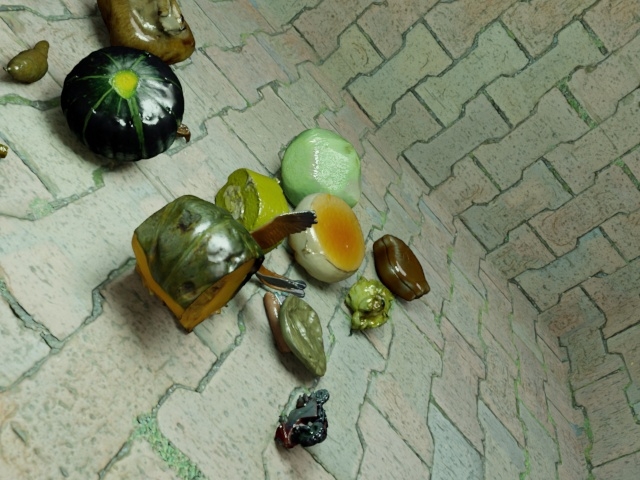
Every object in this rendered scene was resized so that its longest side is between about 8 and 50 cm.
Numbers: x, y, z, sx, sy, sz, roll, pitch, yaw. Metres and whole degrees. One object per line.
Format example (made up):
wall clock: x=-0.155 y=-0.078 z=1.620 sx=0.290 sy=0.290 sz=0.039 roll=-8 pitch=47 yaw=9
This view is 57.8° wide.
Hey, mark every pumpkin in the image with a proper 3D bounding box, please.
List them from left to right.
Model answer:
pumpkin: x=-0.490 y=-0.328 z=1.456 sx=0.296 sy=0.296 sz=0.296 roll=37 pitch=30 yaw=-26
pumpkin: x=-0.271 y=0.042 z=1.284 sx=0.225 sy=0.303 sz=0.256 roll=46 pitch=64 yaw=3

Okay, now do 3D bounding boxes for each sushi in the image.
sushi: x=-0.443 y=-0.329 z=1.713 sx=0.120 sy=0.055 sz=0.052 roll=11 pitch=58 yaw=-38

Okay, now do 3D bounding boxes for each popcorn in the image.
popcorn: x=0.162 y=0.221 z=1.888 sx=0.195 sy=0.173 sz=0.168 roll=-96 pitch=162 yaw=-60

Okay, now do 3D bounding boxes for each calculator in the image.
calculator: x=-0.083 y=0.203 z=1.652 sx=0.141 sy=0.019 sz=0.094 roll=58 pitch=24 yaw=12

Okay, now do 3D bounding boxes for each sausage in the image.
sausage: x=-0.116 y=0.216 z=1.560 sx=0.043 sy=0.043 sz=0.186 roll=18 pitch=42 yaw=-48

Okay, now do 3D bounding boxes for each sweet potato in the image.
sweet potato: x=-0.702 y=-0.433 z=1.420 sx=0.074 sy=0.075 sz=0.269 roll=38 pitch=21 yaw=-25

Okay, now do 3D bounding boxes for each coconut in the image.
coconut: x=0.015 y=-0.237 z=2.059 sx=0.328 sy=0.281 sz=0.328 roll=34 pitch=39 yaw=-33

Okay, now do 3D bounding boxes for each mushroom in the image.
mushroom: x=-0.521 y=-0.686 z=1.799 sx=0.345 sy=0.259 sz=0.345 roll=38 pitch=30 yaw=-27

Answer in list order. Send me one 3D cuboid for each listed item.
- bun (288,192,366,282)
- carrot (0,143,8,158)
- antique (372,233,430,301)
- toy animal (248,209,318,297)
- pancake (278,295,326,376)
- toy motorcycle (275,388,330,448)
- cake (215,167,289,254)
bun: x=0.000 y=0.000 z=1.868 sx=0.299 sy=0.164 sz=0.299 roll=28 pitch=50 yaw=-39
carrot: x=-0.707 y=-0.199 z=1.151 sx=0.170 sy=0.042 sz=0.042 roll=16 pitch=43 yaw=-49
antique: x=0.303 y=0.110 z=2.246 sx=0.278 sy=0.129 sz=0.223 roll=58 pitch=27 yaw=11
toy animal: x=-0.169 y=0.044 z=1.549 sx=0.302 sy=0.284 sz=0.225 roll=13 pitch=62 yaw=-2
pancake: x=-0.045 y=0.260 z=1.558 sx=0.242 sy=0.050 sz=0.242 roll=54 pitch=20 yaw=-29
toy motorcycle: x=-0.038 y=0.424 z=1.369 sx=0.213 sy=0.122 sz=0.082 roll=-69 pitch=142 yaw=-74
cake: x=-0.194 y=-0.090 z=1.663 sx=0.156 sy=0.179 sz=0.261 roll=22 pitch=40 yaw=-46
